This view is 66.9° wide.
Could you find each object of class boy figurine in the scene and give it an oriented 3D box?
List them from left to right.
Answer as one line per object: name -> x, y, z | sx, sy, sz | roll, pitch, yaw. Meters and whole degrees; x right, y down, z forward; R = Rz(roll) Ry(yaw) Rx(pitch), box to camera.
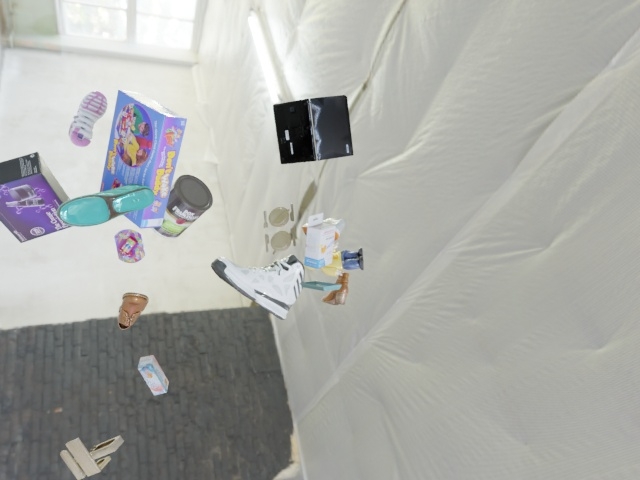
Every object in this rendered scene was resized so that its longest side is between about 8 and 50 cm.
boy figurine -> 0.059, 0.086, 2.255 | 0.092, 0.285, 0.177 | 79, 12, -55

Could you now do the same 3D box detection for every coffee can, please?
coffee can -> -0.680, -0.160, 2.341 | 0.275, 0.201, 0.202 | -35, -124, 33

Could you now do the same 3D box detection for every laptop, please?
laptop -> -0.030, -0.429, 1.888 | 0.264, 0.136, 0.234 | 0, -77, 31

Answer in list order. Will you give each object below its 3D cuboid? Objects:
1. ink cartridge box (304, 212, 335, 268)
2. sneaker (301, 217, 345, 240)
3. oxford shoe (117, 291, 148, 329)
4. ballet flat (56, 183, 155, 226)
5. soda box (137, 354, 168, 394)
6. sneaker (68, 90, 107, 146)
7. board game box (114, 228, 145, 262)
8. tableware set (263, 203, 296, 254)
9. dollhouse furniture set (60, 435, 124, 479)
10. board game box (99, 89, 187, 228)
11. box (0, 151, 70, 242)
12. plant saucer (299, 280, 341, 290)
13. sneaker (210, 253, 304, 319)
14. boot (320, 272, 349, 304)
ink cartridge box -> 0.000, 0.000, 1.734 | 0.061, 0.104, 0.181 | 14, -72, 28
sneaker -> 0.021, -0.064, 2.488 | 0.262, 0.121, 0.099 | 6, -47, 43
oxford shoe -> -0.559, 0.211, 1.439 | 0.212, 0.076, 0.076 | -46, -144, 51
ballet flat -> -0.570, -0.095, 1.290 | 0.087, 0.247, 0.083 | 19, -58, 51
soda box -> -0.701, 0.568, 2.038 | 0.063, 0.058, 0.183 | -101, 177, -55
sneaker -> -0.934, -0.485, 1.924 | 0.104, 0.095, 0.236 | 14, -101, 48
board game box -> -0.915, 0.031, 2.313 | 0.033, 0.133, 0.169 | -91, 175, -77
tableware set -> -0.156, -0.041, 1.900 | 0.039, 0.128, 0.194 | 54, 26, -60
dollhouse furniture set -> -0.737, 0.656, 1.551 | 0.123, 0.144, 0.151 | 60, 21, -8
board game box -> -0.542, -0.242, 1.457 | 0.233, 0.078, 0.347 | 31, -67, 28
box -> -0.897, -0.126, 1.489 | 0.261, 0.184, 0.103 | 90, -22, -57
plant saucer -> -0.002, 0.149, 1.594 | 0.192, 0.067, 0.018 | 180, -93, -65
sneaker -> -0.236, 0.126, 2.011 | 0.169, 0.447, 0.257 | 25, -103, 47
boot -> 0.077, 0.231, 2.331 | 0.197, 0.073, 0.152 | -11, -116, 56
